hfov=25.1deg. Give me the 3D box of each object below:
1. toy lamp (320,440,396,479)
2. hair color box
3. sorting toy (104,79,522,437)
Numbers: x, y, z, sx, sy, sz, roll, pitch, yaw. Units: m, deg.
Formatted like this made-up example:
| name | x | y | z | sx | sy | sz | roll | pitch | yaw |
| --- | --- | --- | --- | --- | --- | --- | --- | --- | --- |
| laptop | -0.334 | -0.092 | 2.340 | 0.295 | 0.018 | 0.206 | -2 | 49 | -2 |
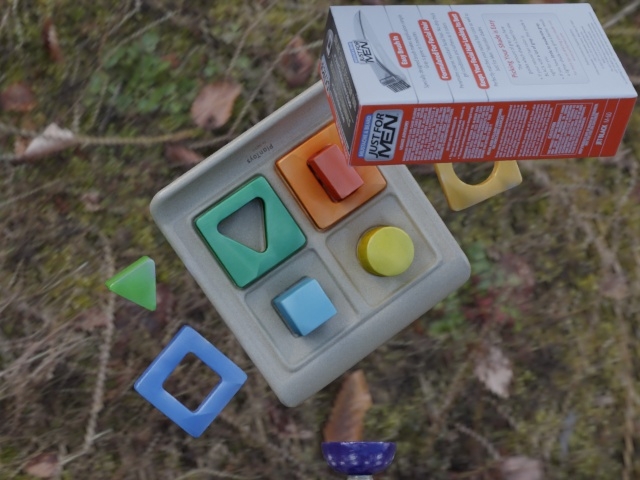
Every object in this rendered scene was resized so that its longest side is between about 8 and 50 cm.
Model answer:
| name | x | y | z | sx | sy | sz | roll | pitch | yaw |
| --- | --- | --- | --- | --- | --- | --- | --- | --- | --- |
| toy lamp | 0.034 | 0.320 | 1.296 | 0.080 | 0.080 | 0.274 | 4 | 79 | -25 |
| hair color box | 0.091 | -0.094 | 0.856 | 0.167 | 0.053 | 0.093 | -2 | 46 | -13 |
| sorting toy | 0.000 | 0.000 | 1.068 | 0.348 | 0.047 | 0.196 | -36 | 101 | -10 |
